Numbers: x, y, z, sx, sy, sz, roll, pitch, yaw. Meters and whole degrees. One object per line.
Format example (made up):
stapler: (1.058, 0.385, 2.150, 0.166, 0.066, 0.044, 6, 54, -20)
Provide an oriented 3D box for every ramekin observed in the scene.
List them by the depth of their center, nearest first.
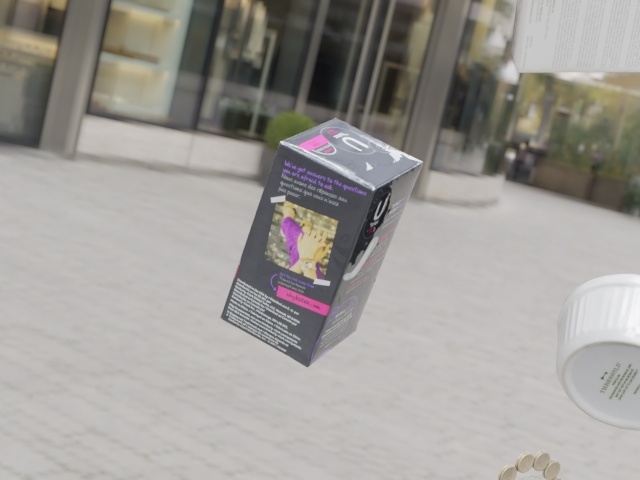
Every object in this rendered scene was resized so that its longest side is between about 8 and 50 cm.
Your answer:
ramekin: (0.512, 0.196, 2.116, 0.273, 0.273, 0.127, 15, 46, 14)

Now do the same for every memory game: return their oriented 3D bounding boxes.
memory game: (0.340, 0.439, 2.186, 0.186, 0.186, 0.012, 7, 14, -39)

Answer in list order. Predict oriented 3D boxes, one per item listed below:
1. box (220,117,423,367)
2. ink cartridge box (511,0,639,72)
box: (0.000, 0.000, 1.675, 0.143, 0.270, 0.165, 29, 26, 16)
ink cartridge box: (0.327, -0.264, 1.393, 0.224, 0.181, 0.056, -1, 46, -1)
